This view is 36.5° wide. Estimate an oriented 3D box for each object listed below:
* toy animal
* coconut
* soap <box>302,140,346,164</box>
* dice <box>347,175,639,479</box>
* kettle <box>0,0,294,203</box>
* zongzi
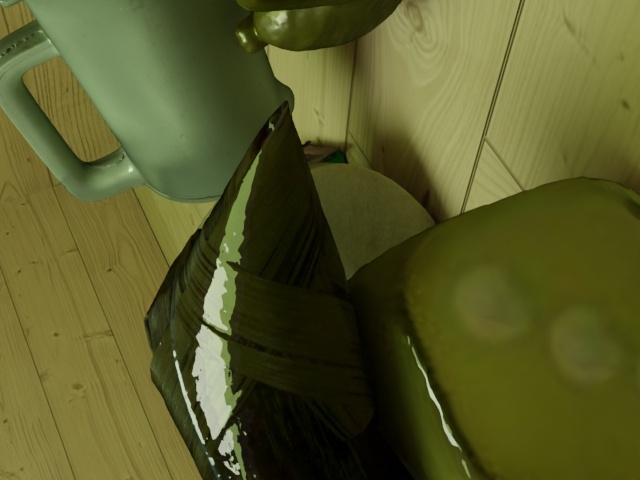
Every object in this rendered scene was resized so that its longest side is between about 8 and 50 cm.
[{"bbox_3d":[0.026,-0.271,0.802,0.363,0.180,0.181,163,113,-77],"label":"toy animal"},{"bbox_3d":[-0.002,0.055,1.114,0.323,0.323,0.323,57,159,36],"label":"coconut"},{"bbox_3d":[-0.002,0.001,1.366,0.218,0.098,0.273,21,129,69],"label":"soap"},{"bbox_3d":[0.153,0.103,0.750,0.227,0.238,0.233,124,126,-68],"label":"dice"},{"bbox_3d":[-0.182,-0.188,1.006,0.205,0.265,0.318,28,158,31],"label":"kettle"},{"bbox_3d":[-0.010,0.089,0.640,0.286,0.138,0.300,60,149,21],"label":"zongzi"}]
